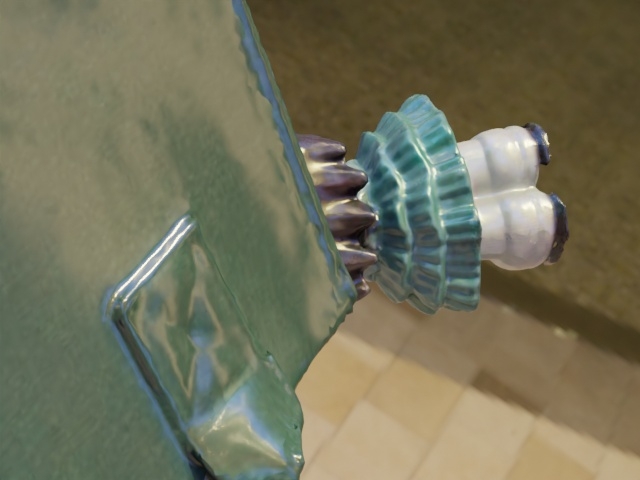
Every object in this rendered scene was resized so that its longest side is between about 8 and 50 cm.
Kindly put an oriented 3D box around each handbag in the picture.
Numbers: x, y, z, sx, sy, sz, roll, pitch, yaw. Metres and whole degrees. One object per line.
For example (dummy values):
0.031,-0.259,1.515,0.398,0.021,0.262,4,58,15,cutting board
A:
-0.117,0.025,0.427,0.326,0.089,0.238,-52,128,-42,handbag

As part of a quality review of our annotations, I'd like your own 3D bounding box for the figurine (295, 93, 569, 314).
0.000,0.000,0.873,0.245,0.110,0.138,-8,76,-12,figurine
